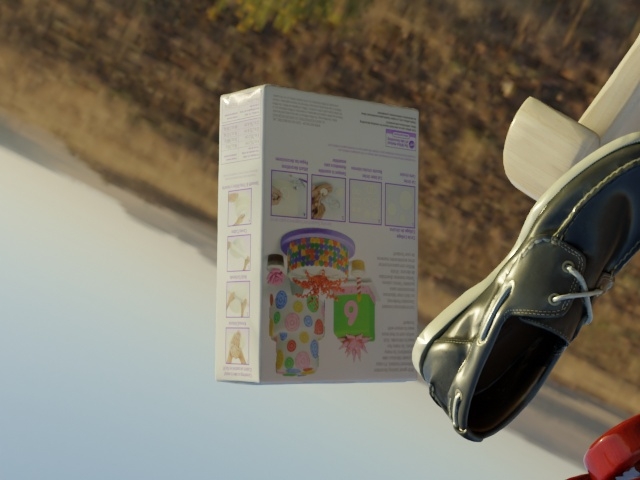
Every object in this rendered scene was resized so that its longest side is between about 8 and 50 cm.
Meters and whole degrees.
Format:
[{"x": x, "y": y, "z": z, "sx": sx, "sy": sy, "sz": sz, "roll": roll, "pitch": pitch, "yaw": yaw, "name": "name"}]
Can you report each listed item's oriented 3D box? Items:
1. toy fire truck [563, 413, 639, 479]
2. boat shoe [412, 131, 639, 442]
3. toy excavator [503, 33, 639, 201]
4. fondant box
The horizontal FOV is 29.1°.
[{"x": 0.216, "y": 0.281, "z": 1.063, "sx": 0.254, "sy": 0.302, "sz": 0.169, "roll": -3, "pitch": -125, "yaw": -33, "name": "toy fire truck"}, {"x": 0.156, "y": 0.033, "z": 0.798, "sx": 0.084, "sy": 0.233, "sz": 0.079, "roll": 29, "pitch": -158, "yaw": -28, "name": "boat shoe"}, {"x": 0.330, "y": -0.269, "z": 1.034, "sx": 0.222, "sy": 0.433, "sz": 0.445, "roll": 37, "pitch": 154, "yaw": 36, "name": "toy excavator"}, {"x": 0.000, "y": 0.000, "z": 1.434, "sx": 0.238, "sy": 0.330, "sz": 0.096, "roll": 4, "pitch": 173, "yaw": -40, "name": "fondant box"}]
